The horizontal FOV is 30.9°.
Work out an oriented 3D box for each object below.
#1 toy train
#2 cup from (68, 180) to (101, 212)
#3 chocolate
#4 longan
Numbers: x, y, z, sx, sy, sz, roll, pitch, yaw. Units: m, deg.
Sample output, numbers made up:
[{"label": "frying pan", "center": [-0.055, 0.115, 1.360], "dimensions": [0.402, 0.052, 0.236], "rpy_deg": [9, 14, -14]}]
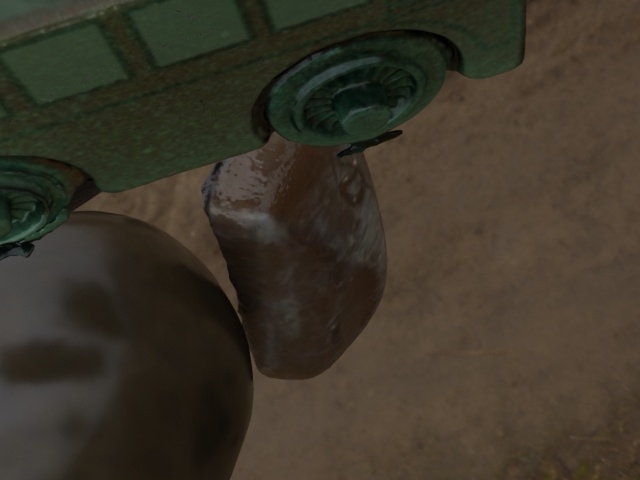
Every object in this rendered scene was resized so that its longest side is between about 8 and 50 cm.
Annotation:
[{"label": "toy train", "center": [-0.082, -0.090, 0.425], "dimensions": [0.326, 0.159, 0.129], "rpy_deg": [-17, 66, 3]}, {"label": "cup", "center": [-0.271, -0.087, 1.171], "dimensions": [0.150, 0.113, 0.138], "rpy_deg": [-11, 19, 39]}, {"label": "chocolate", "center": [0.001, -0.001, 0.836], "dimensions": [0.083, 0.261, 0.161], "rpy_deg": [12, 59, 17]}, {"label": "longan", "center": [-0.167, 0.107, 0.738], "dimensions": [0.258, 0.258, 0.258], "rpy_deg": [-28, 43, 30]}]
